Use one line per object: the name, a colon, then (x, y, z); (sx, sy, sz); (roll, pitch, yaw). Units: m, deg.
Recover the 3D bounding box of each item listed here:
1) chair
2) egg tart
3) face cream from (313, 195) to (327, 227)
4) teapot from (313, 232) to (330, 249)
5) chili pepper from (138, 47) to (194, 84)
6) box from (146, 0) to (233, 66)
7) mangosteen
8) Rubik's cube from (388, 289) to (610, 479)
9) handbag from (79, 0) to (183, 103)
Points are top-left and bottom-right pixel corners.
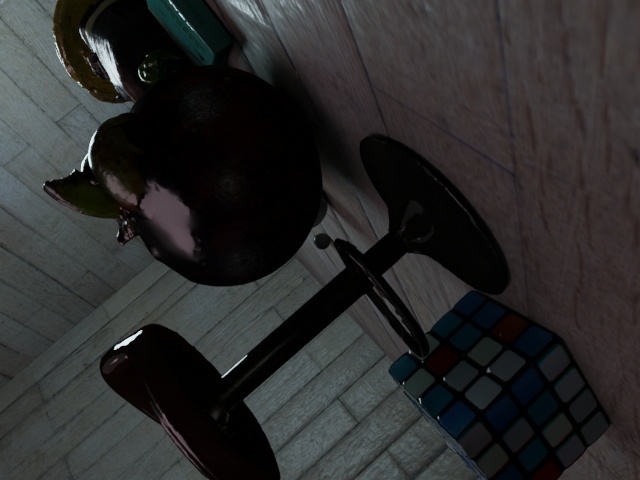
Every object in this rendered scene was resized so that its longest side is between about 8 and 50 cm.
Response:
chair: (-0.028, 0.098, 0.599); (0.227, 0.401, 0.226); (50, 175, 6)
egg tart: (-0.459, -0.454, 1.273); (0.123, 0.294, 0.294); (6, 152, 24)
face cream: (-0.040, -0.073, 1.098); (0.095, 0.091, 0.091); (35, 167, 34)
teapot: (0.000, 0.000, 1.507); (0.043, 0.042, 0.110); (50, 178, -5)
chili pepper: (-0.234, -0.306, 1.040); (0.073, 0.072, 0.204); (12, -168, 32)
box: (-0.210, -0.342, 0.884); (0.162, 0.041, 0.229); (51, 173, -13)
mangosteen: (-0.169, -0.074, 0.780); (0.306, 0.359, 0.306); (40, 142, 40)
Rubik's cube: (0.199, 0.178, 0.648); (0.155, 0.151, 0.154); (53, 172, -24)
handbag: (-0.360, -0.369, 1.158); (0.181, 0.181, 0.254); (37, 170, 34)
